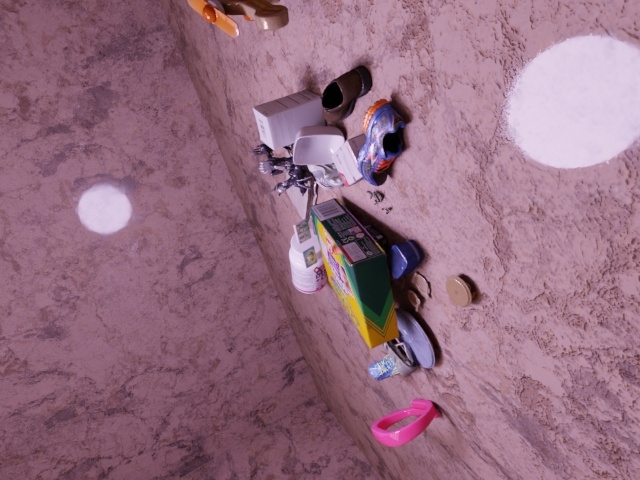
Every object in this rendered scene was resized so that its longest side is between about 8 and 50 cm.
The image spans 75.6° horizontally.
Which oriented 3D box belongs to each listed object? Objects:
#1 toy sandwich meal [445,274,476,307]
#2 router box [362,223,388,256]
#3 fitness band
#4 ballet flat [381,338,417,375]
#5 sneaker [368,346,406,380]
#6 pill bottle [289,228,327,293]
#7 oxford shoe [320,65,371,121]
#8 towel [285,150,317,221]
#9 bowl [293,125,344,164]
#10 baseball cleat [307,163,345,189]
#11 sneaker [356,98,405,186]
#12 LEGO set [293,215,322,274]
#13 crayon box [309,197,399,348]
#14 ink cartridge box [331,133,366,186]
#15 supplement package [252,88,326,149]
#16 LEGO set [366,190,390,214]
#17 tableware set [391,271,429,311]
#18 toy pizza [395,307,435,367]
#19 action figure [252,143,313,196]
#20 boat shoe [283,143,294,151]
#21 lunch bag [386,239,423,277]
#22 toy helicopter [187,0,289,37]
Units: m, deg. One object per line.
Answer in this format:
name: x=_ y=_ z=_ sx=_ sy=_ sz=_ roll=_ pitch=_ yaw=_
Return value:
toy sandwich meal: x=0.315 y=0.113 z=0.925 sx=0.085 sy=0.029 sz=0.085 roll=51 pitch=153 yaw=38
router box: x=0.162 y=0.024 z=1.228 sx=0.092 sy=0.038 sz=0.122 roll=43 pitch=152 yaw=51
fitness band: x=0.282 y=0.611 z=1.393 sx=0.054 sy=0.209 sz=0.291 roll=62 pitch=162 yaw=12
ballet flat: x=0.228 y=0.322 z=1.298 sx=0.068 sy=0.072 sz=0.213 roll=-45 pitch=73 yaw=32
sneaker: x=0.241 y=0.438 z=1.416 sx=0.091 sy=0.126 sz=0.240 roll=59 pitch=162 yaw=18
pill bottle: x=-0.049 y=0.088 z=1.729 sx=0.160 sy=0.160 sz=0.283 roll=54 pitch=160 yaw=32
oxford shoe: x=0.034 y=-0.345 z=1.005 sx=0.083 sy=0.096 sz=0.227 roll=63 pitch=164 yaw=0
towel: x=-0.078 y=-0.211 z=1.596 sx=0.187 sy=0.049 sz=0.282 roll=60 pitch=161 yaw=22
bowl: x=-0.008 y=-0.275 z=1.172 sx=0.142 sy=0.142 sz=0.053 roll=110 pitch=155 yaw=-66
baseball cleat: x=0.036 y=-0.195 z=1.281 sx=0.206 sy=0.072 sz=0.109 roll=47 pitch=172 yaw=49
sneaker: x=0.139 y=-0.200 z=0.927 sx=0.087 sy=0.083 sz=0.221 roll=47 pitch=158 yaw=31
LEGO set: x=0.000 y=0.000 z=1.425 sx=0.060 sy=0.182 sz=0.244 roll=35 pitch=147 yaw=46
crayon box: x=0.095 y=0.088 z=1.251 sx=0.363 sy=0.106 sz=0.313 roll=-124 pitch=17 yaw=-56
ink cartridge box: x=0.091 y=-0.208 z=1.087 sx=0.099 sy=0.056 sz=0.135 roll=65 pitch=163 yaw=-2
supplement package: x=-0.088 y=-0.354 z=1.201 sx=0.105 sy=0.179 sz=0.105 roll=45 pitch=154 yaw=47
LEGO set: x=0.159 y=-0.107 z=1.097 sx=0.083 sy=0.023 sz=0.054 roll=51 pitch=164 yaw=0
tableware set: x=0.243 y=0.113 z=1.147 sx=0.169 sy=0.020 sz=0.141 roll=53 pitch=159 yaw=35
toy pizza: x=0.284 y=0.291 z=1.250 sx=0.201 sy=0.032 sz=0.201 roll=53 pitch=160 yaw=29
action figure: x=-0.138 y=-0.234 z=1.438 sx=0.275 sy=0.141 sz=0.164 roll=42 pitch=157 yaw=44
boat shoe: x=-0.081 y=-0.317 z=1.395 sx=0.183 sy=0.083 sz=0.065 roll=59 pitch=162 yaw=18
lunch bag: x=0.216 y=0.049 z=1.058 sx=0.067 sy=0.065 sz=0.098 roll=61 pitch=153 yaw=24
toy helicopter: x=-0.201 y=-0.616 z=1.082 sx=0.355 sy=0.235 sz=0.140 roll=50 pitch=157 yaw=40
